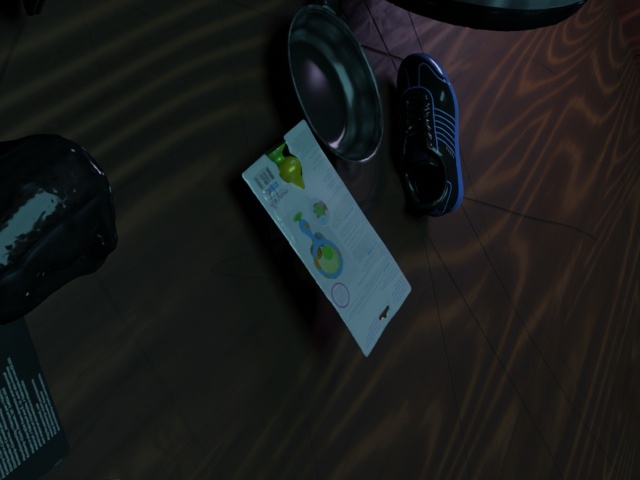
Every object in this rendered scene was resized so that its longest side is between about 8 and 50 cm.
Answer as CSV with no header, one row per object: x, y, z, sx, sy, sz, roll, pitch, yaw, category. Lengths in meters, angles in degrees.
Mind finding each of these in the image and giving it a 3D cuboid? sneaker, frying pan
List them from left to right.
-0.005,-0.246,1.089,0.197,0.053,0.326,-15,88,-57,frying pan
0.145,-0.148,1.245,0.090,0.081,0.232,-10,87,-64,sneaker

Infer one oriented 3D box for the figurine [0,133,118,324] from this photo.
-0.260,0.007,0.495,0.209,0.214,0.092,-48,146,-51,figurine

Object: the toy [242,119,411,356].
0.000,0.000,0.998,0.237,0.056,0.137,59,40,-16,toy

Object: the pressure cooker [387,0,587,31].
0.224,-0.516,1.116,0.375,0.369,0.420,-42,151,-44,pressure cooker

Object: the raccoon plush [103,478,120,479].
-0.079,0.430,0.674,0.446,0.216,0.299,36,58,-6,raccoon plush

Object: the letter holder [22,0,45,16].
-0.282,-0.333,0.646,0.152,0.214,0.302,-7,84,-25,letter holder

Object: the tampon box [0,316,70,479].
-0.248,0.118,0.509,0.161,0.120,0.102,-41,122,-54,tampon box
